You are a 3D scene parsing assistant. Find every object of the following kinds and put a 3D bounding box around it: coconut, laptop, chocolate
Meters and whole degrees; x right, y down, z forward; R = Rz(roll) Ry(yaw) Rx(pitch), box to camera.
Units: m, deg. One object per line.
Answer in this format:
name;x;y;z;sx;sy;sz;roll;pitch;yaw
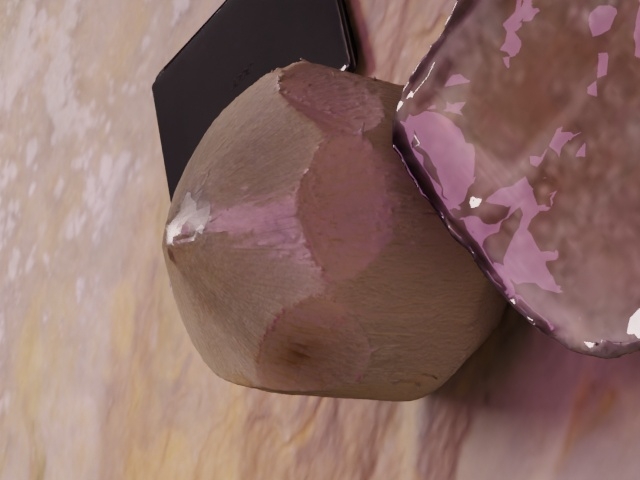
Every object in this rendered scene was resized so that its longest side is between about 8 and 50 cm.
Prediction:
coconut;0.001;-0.003;0.931;0.161;0.162;0.161;-23;61;48
laptop;-0.042;-0.099;1.154;0.180;0.016;0.129;-43;46;39
chocolate;0.167;-0.097;0.790;0.303;0.100;0.185;-57;49;29
